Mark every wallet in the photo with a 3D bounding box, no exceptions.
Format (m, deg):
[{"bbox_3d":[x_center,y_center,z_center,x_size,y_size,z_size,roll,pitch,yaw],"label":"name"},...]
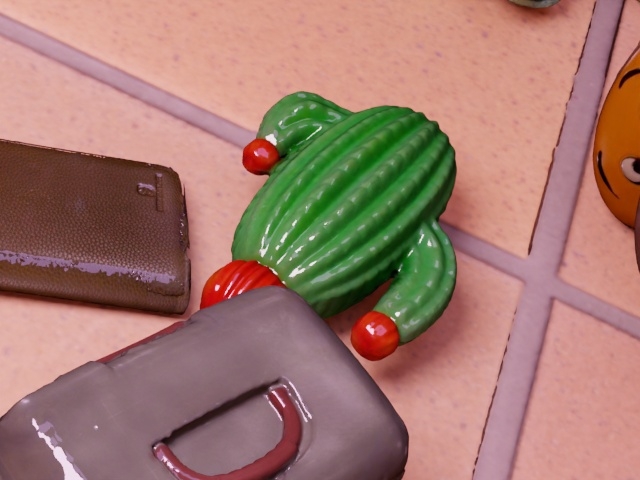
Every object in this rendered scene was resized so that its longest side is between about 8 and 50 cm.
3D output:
[{"bbox_3d":[-0.178,-0.013,1.075,0.198,0.031,0.110,9,49,-19],"label":"wallet"}]

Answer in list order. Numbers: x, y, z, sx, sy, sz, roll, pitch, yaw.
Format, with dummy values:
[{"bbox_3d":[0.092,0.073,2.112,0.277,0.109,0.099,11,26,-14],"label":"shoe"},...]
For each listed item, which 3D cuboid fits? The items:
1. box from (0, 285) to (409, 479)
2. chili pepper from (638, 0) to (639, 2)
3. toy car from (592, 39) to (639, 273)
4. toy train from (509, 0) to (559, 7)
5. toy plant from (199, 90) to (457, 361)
[{"bbox_3d":[-0.069,0.129,0.938,0.210,0.129,0.148,-24,65,-38],"label":"box"},{"bbox_3d":[0.297,-0.192,1.444,0.208,0.043,0.049,40,22,4],"label":"chili pepper"},{"bbox_3d":[0.356,-0.046,1.225,0.340,0.271,0.240,-6,35,-32],"label":"toy car"},{"bbox_3d":[0.139,-0.285,1.414,0.157,0.105,0.253,16,46,7],"label":"toy train"},{"bbox_3d":[0.013,0.001,1.112,0.154,0.088,0.240,21,47,-9],"label":"toy plant"}]
